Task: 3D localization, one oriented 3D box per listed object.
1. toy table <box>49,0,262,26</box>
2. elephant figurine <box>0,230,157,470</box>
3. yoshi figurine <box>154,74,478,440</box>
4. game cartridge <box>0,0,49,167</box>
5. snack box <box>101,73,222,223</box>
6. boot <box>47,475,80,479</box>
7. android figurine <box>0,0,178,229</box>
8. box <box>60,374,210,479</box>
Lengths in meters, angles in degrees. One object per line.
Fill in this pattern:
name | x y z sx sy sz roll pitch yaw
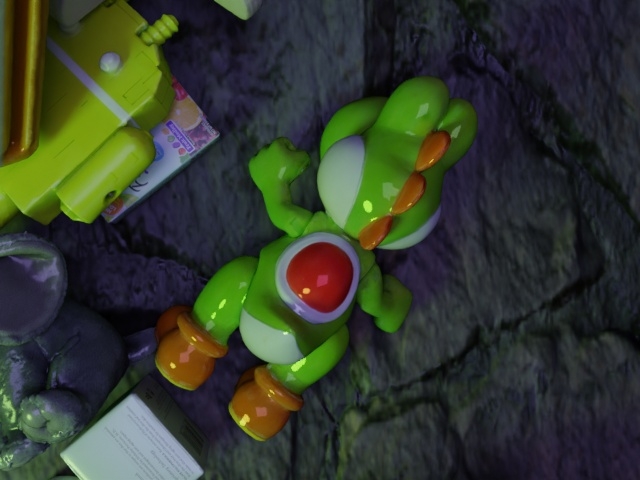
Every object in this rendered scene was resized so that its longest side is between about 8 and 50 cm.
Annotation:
toy table | -0.150 -0.318 0.596 0.274 0.161 0.252 -36 73 -19
elephant figurine | -0.292 0.066 0.607 0.170 0.186 0.239 -28 103 10
yoshi figurine | 0.006 -0.001 0.673 0.362 0.204 0.203 -51 55 10
game cartridge | -0.325 -0.257 0.528 0.324 0.285 0.053 44 47 14
snack box | -0.184 -0.099 0.687 0.141 0.037 0.100 -39 93 -5
boot | -0.243 0.364 0.641 0.095 0.123 0.258 -5 91 -7
android figurine | -0.252 -0.132 0.642 0.273 0.056 0.248 -43 74 -4
box | -0.172 0.199 0.660 0.087 0.101 0.102 -41 93 -5
